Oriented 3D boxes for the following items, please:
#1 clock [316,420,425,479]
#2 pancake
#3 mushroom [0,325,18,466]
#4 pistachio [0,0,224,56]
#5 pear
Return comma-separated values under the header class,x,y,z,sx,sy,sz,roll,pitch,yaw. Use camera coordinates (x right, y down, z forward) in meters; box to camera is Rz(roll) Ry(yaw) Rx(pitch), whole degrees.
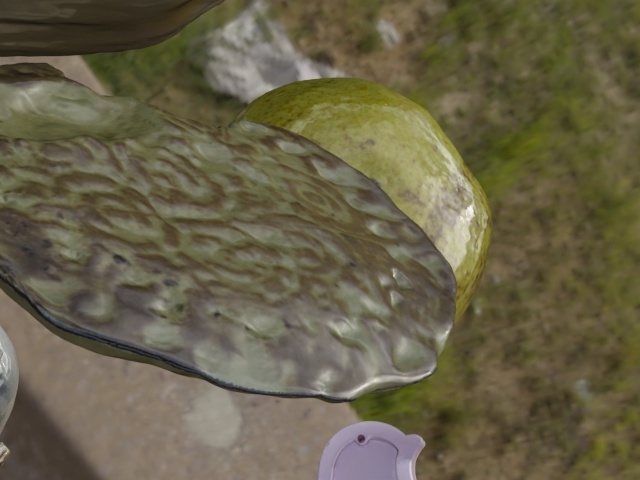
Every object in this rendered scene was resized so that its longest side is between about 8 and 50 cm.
class,x,y,z,sx,sy,sz,roll,pitch,yaw
clock,0.002,0.340,1.587,0.080,0.290,0.275,52,29,-77
pancake,-0.052,-0.009,0.579,0.235,0.029,0.212,20,26,-12
mushroom,-0.354,0.155,1.504,0.116,0.225,0.093,-26,61,-19
pistachio,-0.085,-0.118,0.349,0.138,0.238,0.153,-36,122,-35
pear,0.000,0.000,0.946,0.197,0.197,0.197,13,67,-35
